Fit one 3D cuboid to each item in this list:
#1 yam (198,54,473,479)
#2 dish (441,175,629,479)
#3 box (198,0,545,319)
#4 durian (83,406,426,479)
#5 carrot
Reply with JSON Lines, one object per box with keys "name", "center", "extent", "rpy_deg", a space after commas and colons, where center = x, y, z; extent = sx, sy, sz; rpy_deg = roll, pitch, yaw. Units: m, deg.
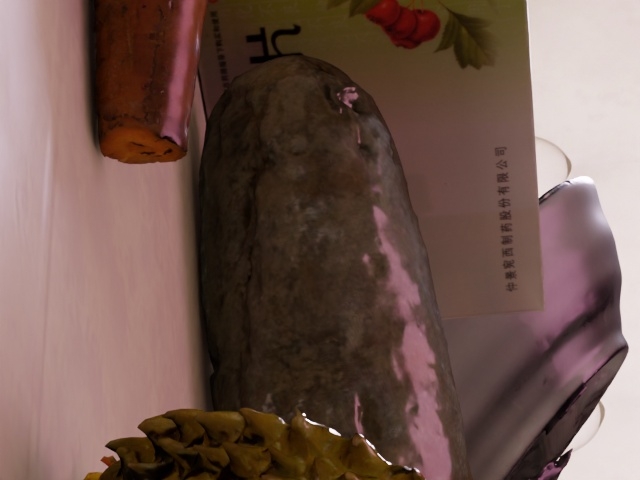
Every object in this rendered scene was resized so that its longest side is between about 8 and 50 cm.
{"name": "yam", "center": [0.002, 0.073, 0.965], "extent": [0.133, 0.133, 0.330], "rpy_deg": [57, 25, -81]}
{"name": "dish", "center": [0.118, 0.110, 1.305], "extent": [0.316, 0.106, 0.316], "rpy_deg": [-47, 163, -19]}
{"name": "box", "center": [0.029, -0.070, 1.080], "extent": [0.062, 0.175, 0.260], "rpy_deg": [-89, 172, -53]}
{"name": "durian", "center": [-0.018, 0.152, 0.558], "extent": [0.237, 0.137, 0.193], "rpy_deg": [34, -34, 37]}
{"name": "carrot", "center": [-0.064, -0.106, 0.753], "extent": [0.055, 0.055, 0.161], "rpy_deg": [76, 17, -64]}
